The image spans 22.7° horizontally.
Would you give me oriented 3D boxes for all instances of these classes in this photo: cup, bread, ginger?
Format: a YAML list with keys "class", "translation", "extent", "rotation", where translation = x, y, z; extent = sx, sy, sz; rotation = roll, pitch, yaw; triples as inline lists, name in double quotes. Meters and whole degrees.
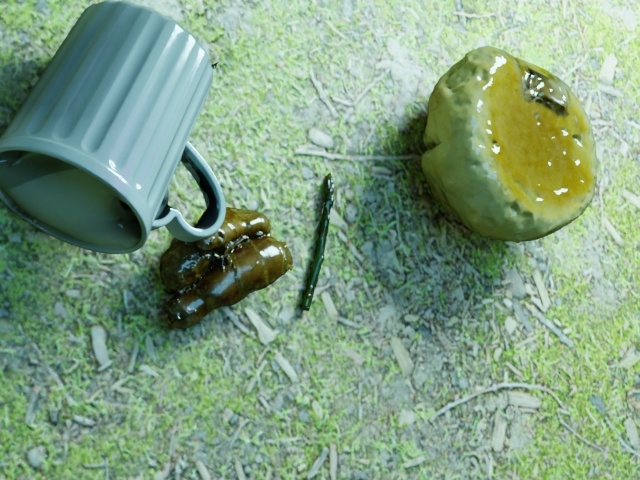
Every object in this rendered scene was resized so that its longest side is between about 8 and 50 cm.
- class: "cup"
  translation: [-0.197, -0.098, 1.562]
  extent: [0.221, 0.166, 0.202]
  rotation: [58, 47, -47]
- class: "bread"
  translation: [0.209, -0.109, 1.861]
  extent: [0.244, 0.134, 0.244]
  rotation: [10, 73, -36]
- class: "ginger"
  translation: [-0.103, 0.018, 1.645]
  extent: [0.162, 0.073, 0.103]
  rotation: [-32, 99, -34]

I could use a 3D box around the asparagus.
- class: "asparagus"
  translation: [0.000, 0.000, 1.760]
  extent: [0.016, 0.016, 0.163]
  rotation: [16, 72, -13]
